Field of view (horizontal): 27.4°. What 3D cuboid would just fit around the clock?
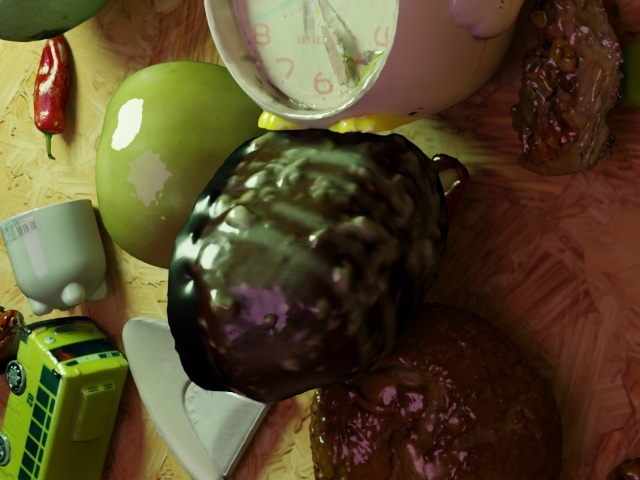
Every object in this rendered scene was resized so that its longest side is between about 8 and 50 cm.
[{"bbox_3d":[0.049,-0.317,1.364,0.368,0.250,0.377,7,108,41],"label":"clock"}]

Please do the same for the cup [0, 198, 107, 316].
[{"bbox_3d":[-0.385,0.032,1.873,0.173,0.134,0.142,-18,88,40],"label":"cup"}]

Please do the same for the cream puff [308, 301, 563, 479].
[{"bbox_3d":[0.112,0.215,1.426,0.303,0.212,0.303,5,99,36],"label":"cream puff"}]

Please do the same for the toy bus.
[{"bbox_3d":[-0.374,0.254,1.901,0.150,0.128,0.262,34,117,37],"label":"toy bus"}]

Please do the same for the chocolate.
[{"bbox_3d":[0.011,0.014,1.362,0.210,0.340,0.225,-2,129,35],"label":"chocolate"}]

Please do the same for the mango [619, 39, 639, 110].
[{"bbox_3d":[0.321,-0.160,1.282,0.108,0.056,0.073,6,97,49],"label":"mango"}]

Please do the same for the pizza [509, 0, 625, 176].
[{"bbox_3d":[0.240,-0.167,1.317,0.147,0.069,0.226,-131,44,-61],"label":"pizza"}]

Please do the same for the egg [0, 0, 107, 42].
[{"bbox_3d":[-0.367,-0.453,1.639,0.345,0.345,0.428,29,130,34],"label":"egg"}]

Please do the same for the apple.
[{"bbox_3d":[-0.143,-0.094,1.558,0.262,0.262,0.262,8,103,40],"label":"apple"}]

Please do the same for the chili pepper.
[{"bbox_3d":[-0.386,-0.211,1.887,0.059,0.050,0.191,5,93,57],"label":"chili pepper"}]

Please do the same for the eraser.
[{"bbox_3d":[-0.173,0.188,1.764,0.243,0.059,0.204,44,123,23],"label":"eraser"}]

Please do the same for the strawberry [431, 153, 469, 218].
[{"bbox_3d":[0.114,-0.042,1.489,0.152,0.048,0.104,-34,70,35],"label":"strawberry"}]

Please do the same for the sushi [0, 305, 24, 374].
[{"bbox_3d":[-0.521,0.170,2.042,0.226,0.103,0.097,-32,49,42],"label":"sushi"}]

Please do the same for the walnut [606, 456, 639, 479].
[{"bbox_3d":[0.348,0.292,1.329,0.170,0.069,0.143,-1,98,44],"label":"walnut"}]
